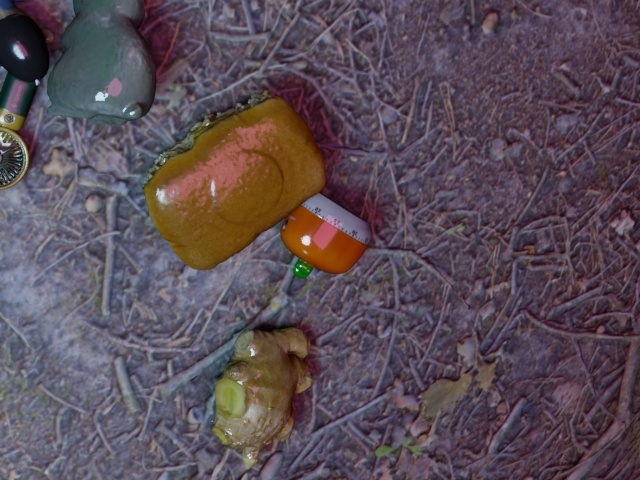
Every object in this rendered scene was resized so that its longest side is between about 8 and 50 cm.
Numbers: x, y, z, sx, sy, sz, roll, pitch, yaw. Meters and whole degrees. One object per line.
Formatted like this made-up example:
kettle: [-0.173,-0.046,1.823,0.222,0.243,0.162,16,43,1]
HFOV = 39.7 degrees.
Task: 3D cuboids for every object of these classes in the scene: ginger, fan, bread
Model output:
ginger: [-0.091,0.230,1.300,0.157,0.102,0.216,5,98,-52]
fan: [-0.392,-0.138,1.102,0.082,0.039,0.155,21,94,-26]
bread: [-0.118,-0.082,1.191,0.245,0.121,0.174,-36,114,-13]

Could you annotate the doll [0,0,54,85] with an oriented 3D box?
doll: [-0.381,-0.261,1.053,0.102,0.089,0.179,-32,91,-13]

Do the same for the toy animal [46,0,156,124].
toy animal: [-0.256,-0.268,1.085,0.127,0.125,0.251,6,89,-4]

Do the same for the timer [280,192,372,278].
timer: [0.000,0.000,1.281,0.136,0.099,0.136,-3,108,-9]
